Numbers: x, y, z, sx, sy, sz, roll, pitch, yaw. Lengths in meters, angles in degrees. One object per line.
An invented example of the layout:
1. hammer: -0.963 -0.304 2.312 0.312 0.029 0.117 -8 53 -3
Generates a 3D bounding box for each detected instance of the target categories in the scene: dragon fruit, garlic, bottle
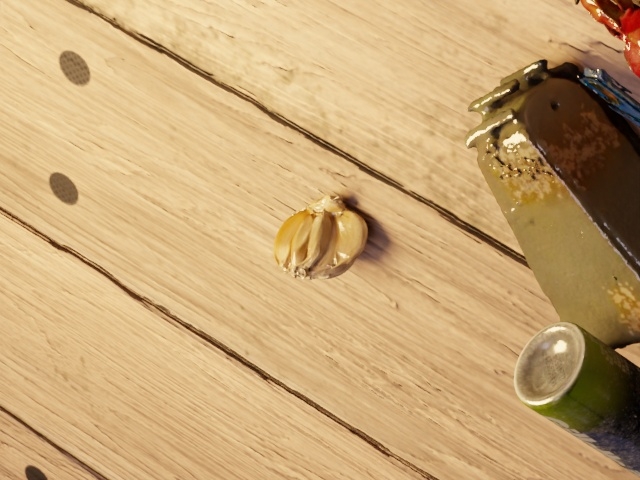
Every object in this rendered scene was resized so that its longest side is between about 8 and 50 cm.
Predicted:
1. dragon fruit: 0.303 -0.192 1.743 0.190 0.094 0.094 36 144 46
2. garlic: 0.001 0.005 2.149 0.113 0.094 0.074 -4 159 36
3. bottle: 0.332 0.191 1.897 0.330 0.093 0.093 33 148 -32

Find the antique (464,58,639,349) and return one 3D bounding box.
1. antique: 0.257 -0.039 1.857 0.150 0.125 0.284 -24 105 48

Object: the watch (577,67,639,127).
1. watch: 0.409 -0.162 1.637 0.274 0.068 0.276 37 102 -10
